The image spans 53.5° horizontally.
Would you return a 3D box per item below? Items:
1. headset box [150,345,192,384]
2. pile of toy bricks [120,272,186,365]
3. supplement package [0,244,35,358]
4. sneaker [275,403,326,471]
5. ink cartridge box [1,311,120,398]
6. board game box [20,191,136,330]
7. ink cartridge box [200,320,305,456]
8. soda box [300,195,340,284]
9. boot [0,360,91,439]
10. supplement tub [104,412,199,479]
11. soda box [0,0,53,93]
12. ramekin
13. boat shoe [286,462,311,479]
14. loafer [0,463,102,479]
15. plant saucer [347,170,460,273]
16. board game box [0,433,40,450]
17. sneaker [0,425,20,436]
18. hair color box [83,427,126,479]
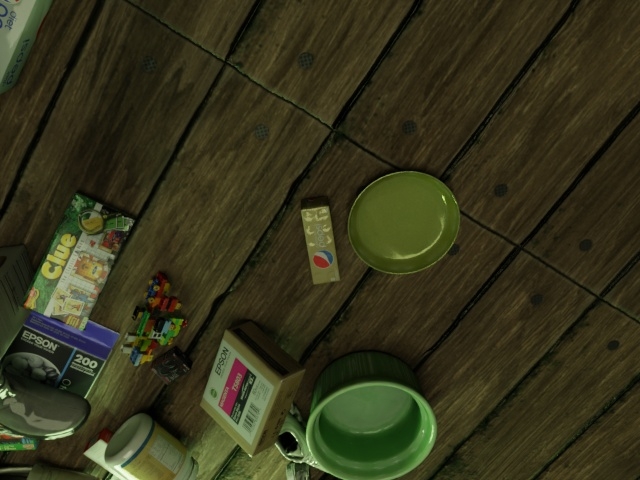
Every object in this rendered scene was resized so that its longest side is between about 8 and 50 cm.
[{"bbox_3d":[-0.356,0.299,1.506,0.083,0.032,0.062,-34,113,11],"label":"headset box"},{"bbox_3d":[-0.353,0.189,1.425,0.105,0.118,0.212,12,109,-44],"label":"pile of toy bricks"},{"bbox_3d":[-0.690,0.127,1.289,0.138,0.244,0.134,-7,117,0],"label":"supplement package"},{"bbox_3d":[-0.039,0.513,1.579,0.292,0.118,0.110,41,106,-21],"label":"sneaker"},{"bbox_3d":[-0.603,0.259,1.469,0.206,0.045,0.208,27,110,-14],"label":"ink cartridge box"},{"bbox_3d":[-0.503,0.044,1.324,0.136,0.030,0.260,25,89,-12],"label":"board game box"},{"bbox_3d":[-0.159,0.336,1.445,0.193,0.088,0.235,34,117,28],"label":"ink cartridge box"},{"bbox_3d":[0.000,0.000,1.363,0.061,0.058,0.182,-8,117,2],"label":"soda box"},{"bbox_3d":[-0.678,0.322,1.367,0.337,0.118,0.223,10,140,-6],"label":"boot"},{"bbox_3d":[-0.411,0.537,1.556,0.144,0.144,0.200,-36,112,14],"label":"supplement tub"},{"bbox_3d":[-0.547,-0.403,1.120,0.091,0.098,0.286,30,111,-14],"label":"soda box"},{"bbox_3d":[0.115,0.414,1.518,0.303,0.148,0.304,-1,116,-2],"label":"ramekin"},{"bbox_3d":[-0.038,0.683,1.682,0.070,0.078,0.220,-9,114,3],"label":"boat shoe"},{"bbox_3d":[-0.711,0.626,1.605,0.319,0.112,0.112,-2,124,-1],"label":"loafer"},{"bbox_3d":[0.177,-0.041,1.363,0.240,0.037,0.241,-1,116,-3],"label":"plant saucer"},{"bbox_3d":[-0.788,0.419,1.541,0.160,0.039,0.212,-2,115,-2],"label":"board game box"},{"bbox_3d":[-0.747,0.415,1.478,0.214,0.084,0.083,15,135,-3],"label":"sneaker"},{"bbox_3d":[-0.520,0.547,1.613,0.072,0.043,0.141,-39,110,15],"label":"hair color box"}]
